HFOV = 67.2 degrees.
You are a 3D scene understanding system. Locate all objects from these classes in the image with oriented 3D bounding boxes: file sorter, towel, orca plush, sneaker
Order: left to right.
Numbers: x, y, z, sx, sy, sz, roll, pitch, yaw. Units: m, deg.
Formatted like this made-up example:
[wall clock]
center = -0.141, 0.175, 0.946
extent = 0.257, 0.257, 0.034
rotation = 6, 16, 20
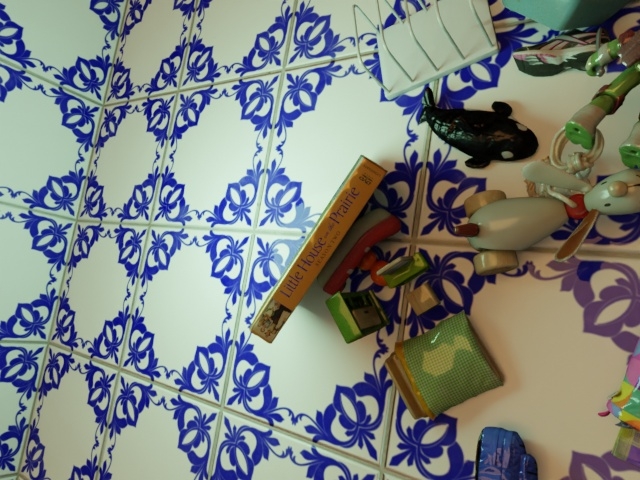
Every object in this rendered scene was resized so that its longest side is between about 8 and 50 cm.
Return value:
[file sorter]
center = 0.228, -0.492, 1.098
extent = 0.277, 0.173, 0.193
rotation = -16, 69, 32
[orca plush]
center = 0.315, -0.257, 1.021
extent = 0.151, 0.102, 0.287
rotation = -49, 56, 15
[sneaker]
center = 0.483, -0.381, 0.965
extent = 0.178, 0.072, 0.077
rotation = 9, 72, 29
[towel]
center = 0.527, 0.342, 0.781
extent = 0.083, 0.009, 0.060
rotation = 20, 91, 37

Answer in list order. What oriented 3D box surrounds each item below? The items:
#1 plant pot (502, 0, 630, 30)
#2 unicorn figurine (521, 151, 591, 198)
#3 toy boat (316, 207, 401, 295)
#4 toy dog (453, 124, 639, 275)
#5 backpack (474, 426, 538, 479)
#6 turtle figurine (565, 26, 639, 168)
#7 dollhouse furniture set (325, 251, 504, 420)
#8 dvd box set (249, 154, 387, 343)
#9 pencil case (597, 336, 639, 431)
[plant pot]
center = 0.474, -0.537, 0.878
extent = 0.248, 0.247, 0.252
rotation = 50, 147, 35
[unicorn figurine]
center = 0.470, -0.109, 0.909
extent = 0.162, 0.060, 0.111
rotation = -7, 83, 49
[toy boat]
center = 0.108, 0.044, 1.092
extent = 0.151, 0.151, 0.231
rotation = 37, 103, 5
[toy dog]
center = 0.372, -0.050, 0.851
extent = 0.334, 0.161, 0.220
rotation = -48, 55, 37
[backpack]
center = 0.331, 0.397, 0.856
extent = 0.101, 0.098, 0.120
rotation = -4, 63, 25
[turtle figurine]
center = 0.531, -0.243, 0.775
extent = 0.198, 0.275, 0.266
rotation = 36, 91, -1
[dollhouse furniture set]
center = 0.184, 0.196, 0.941
extent = 0.197, 0.151, 0.301
rotation = -36, 71, 23
[dvd box set]
center = 0.000, 0.000, 1.077
extent = 0.062, 0.307, 0.420
rotation = 33, 100, -2
[pencil case]
center = 0.538, 0.197, 0.756
extent = 0.104, 0.104, 0.236
rotation = 27, 93, 37
